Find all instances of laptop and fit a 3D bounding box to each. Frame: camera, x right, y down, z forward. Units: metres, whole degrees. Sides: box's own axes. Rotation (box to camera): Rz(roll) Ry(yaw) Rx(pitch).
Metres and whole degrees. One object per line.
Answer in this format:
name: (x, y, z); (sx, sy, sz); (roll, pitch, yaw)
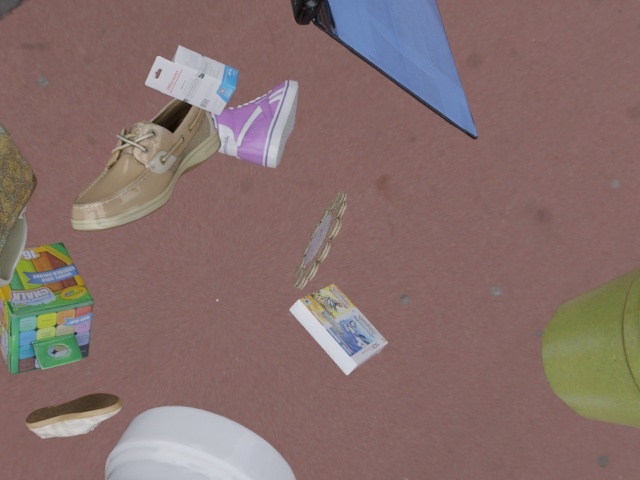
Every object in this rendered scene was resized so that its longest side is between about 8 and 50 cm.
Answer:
laptop: (0.074, -0.356, 0.602); (0.236, 0.408, 0.382); (-2, 64, -19)

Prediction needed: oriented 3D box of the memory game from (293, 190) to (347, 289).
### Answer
memory game: (0.000, 0.000, 1.219); (0.012, 0.186, 0.186); (26, 82, -11)

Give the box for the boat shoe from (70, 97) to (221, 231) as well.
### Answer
boat shoe: (-0.276, -0.130, 1.121); (0.121, 0.341, 0.110); (2, 122, 23)

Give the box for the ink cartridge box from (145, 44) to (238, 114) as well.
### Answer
ink cartridge box: (-0.132, -0.167, 0.745); (0.083, 0.048, 0.028); (20, 53, -21)

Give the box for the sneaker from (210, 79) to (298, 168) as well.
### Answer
sneaker: (-0.133, -0.250, 1.418); (0.161, 0.282, 0.102); (11, 124, 4)

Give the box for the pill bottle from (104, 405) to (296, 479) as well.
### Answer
pill bottle: (-0.152, 0.315, 0.528); (0.210, 0.210, 0.363); (30, 42, -5)

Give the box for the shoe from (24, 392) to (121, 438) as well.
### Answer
shoe: (-0.509, 0.371, 1.515); (0.219, 0.076, 0.058); (-13, 110, 13)

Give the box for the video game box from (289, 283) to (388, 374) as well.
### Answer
video game box: (0.048, 0.206, 1.729); (0.205, 0.187, 0.048); (47, 114, 13)

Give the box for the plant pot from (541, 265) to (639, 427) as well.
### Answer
plant pot: (0.435, 0.139, 0.939); (0.276, 0.254, 0.276); (5, 75, -20)

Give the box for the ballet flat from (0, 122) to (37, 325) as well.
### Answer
ballet flat: (-0.328, 0.028, 0.645); (0.123, 0.123, 0.349); (4, 45, -8)

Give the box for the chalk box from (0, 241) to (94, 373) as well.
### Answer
chalk box: (-0.623, 0.166, 1.620); (0.180, 0.289, 0.179); (-10, 131, -36)
